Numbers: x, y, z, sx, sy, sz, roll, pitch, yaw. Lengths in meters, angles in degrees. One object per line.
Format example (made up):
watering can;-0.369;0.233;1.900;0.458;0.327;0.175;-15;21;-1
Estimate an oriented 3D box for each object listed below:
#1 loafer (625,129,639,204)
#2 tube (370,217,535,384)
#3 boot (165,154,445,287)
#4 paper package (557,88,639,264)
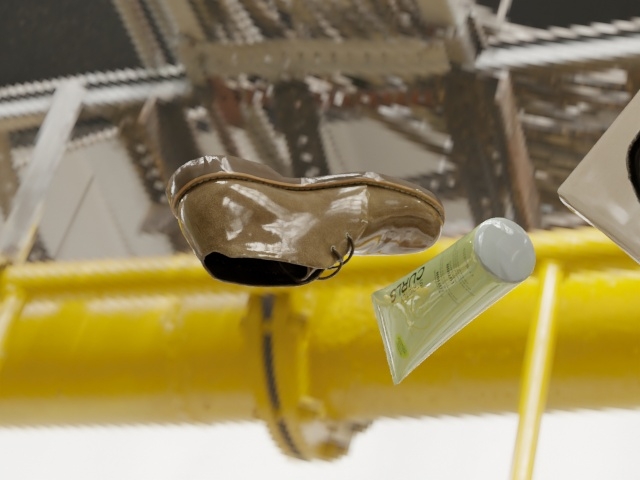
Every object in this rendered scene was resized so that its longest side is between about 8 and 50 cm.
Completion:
loafer;0.229;0.003;0.945;0.078;0.220;0.080;11;-52;-39
tube;0.107;0.053;1.536;0.062;0.070;0.240;34;-31;-9
boot;0.000;0.000;1.645;0.305;0.115;0.112;4;-41;-34
paper package;0.381;-0.070;1.250;0.168;0.309;0.325;36;-83;-26
